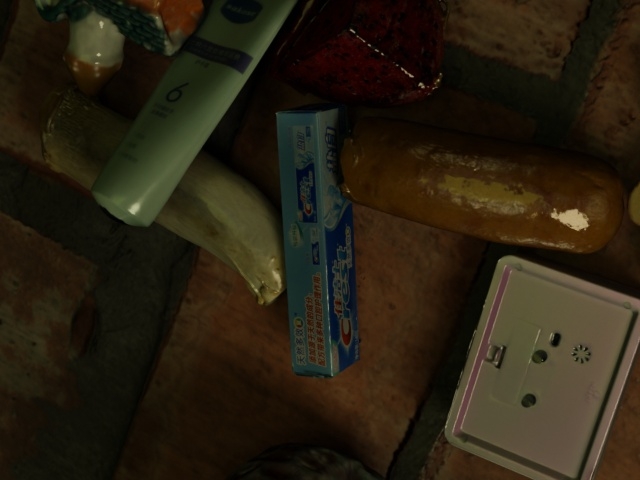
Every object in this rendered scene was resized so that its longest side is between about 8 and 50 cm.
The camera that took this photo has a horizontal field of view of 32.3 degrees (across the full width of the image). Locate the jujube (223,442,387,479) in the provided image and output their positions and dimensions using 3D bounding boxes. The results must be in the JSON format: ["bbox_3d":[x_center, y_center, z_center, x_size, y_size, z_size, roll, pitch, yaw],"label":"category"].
[{"bbox_3d":[-0.053,0.355,1.120,0.226,0.226,0.317,47,116,13],"label":"jujube"}]

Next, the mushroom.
[{"bbox_3d":[-0.162,-0.056,1.192,0.351,0.095,0.123,34,127,18],"label":"mushroom"}]

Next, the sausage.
[{"bbox_3d":[0.150,-0.054,1.046,0.270,0.109,0.109,13,100,19],"label":"sausage"}]

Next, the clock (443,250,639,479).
[{"bbox_3d":[0.216,0.122,1.052,0.150,0.063,0.197,20,102,21],"label":"clock"}]

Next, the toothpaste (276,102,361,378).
[{"bbox_3d":[0.000,0.000,1.118,0.053,0.066,0.272,4,104,27],"label":"toothpaste"}]

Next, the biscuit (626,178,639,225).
[{"bbox_3d":[0.378,-0.068,0.974,0.202,0.044,0.289,17,102,19],"label":"biscuit"}]

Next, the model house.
[{"bbox_3d":[-0.196,-0.297,1.155,0.271,0.190,0.301,27,119,17],"label":"model house"}]

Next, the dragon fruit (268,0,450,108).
[{"bbox_3d":[0.040,-0.199,1.100,0.127,0.120,0.161,39,146,-25],"label":"dragon fruit"}]

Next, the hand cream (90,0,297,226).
[{"bbox_3d":[-0.122,-0.154,1.119,0.109,0.067,0.321,24,77,38],"label":"hand cream"}]
